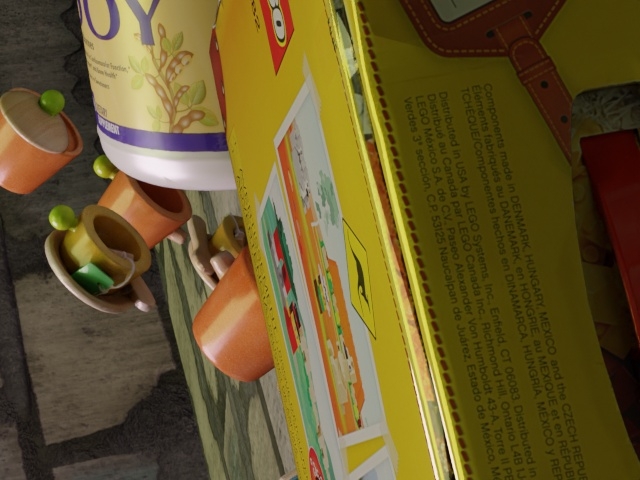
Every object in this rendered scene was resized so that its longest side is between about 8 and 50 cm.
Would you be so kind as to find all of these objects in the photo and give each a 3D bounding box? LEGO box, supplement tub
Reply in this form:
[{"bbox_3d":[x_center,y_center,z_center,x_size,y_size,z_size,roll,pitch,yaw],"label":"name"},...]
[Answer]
[{"bbox_3d":[0.100,0.066,0.796,0.372,0.193,0.500,125,133,-76],"label":"LEGO box"},{"bbox_3d":[-0.063,-0.225,1.246,0.241,0.241,0.331,-126,27,-66],"label":"supplement tub"}]

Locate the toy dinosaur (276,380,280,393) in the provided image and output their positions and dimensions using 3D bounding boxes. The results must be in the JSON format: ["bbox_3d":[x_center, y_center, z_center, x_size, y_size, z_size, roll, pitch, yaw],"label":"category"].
[{"bbox_3d":[-0.026,0.070,1.749,0.053,0.093,0.183,124,134,-75],"label":"toy dinosaur"}]

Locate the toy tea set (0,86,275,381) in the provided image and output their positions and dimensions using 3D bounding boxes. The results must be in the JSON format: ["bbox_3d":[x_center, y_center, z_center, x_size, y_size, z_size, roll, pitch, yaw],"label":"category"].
[{"bbox_3d":[-0.118,-0.020,1.399,0.124,0.336,0.200,-45,38,22],"label":"toy tea set"}]

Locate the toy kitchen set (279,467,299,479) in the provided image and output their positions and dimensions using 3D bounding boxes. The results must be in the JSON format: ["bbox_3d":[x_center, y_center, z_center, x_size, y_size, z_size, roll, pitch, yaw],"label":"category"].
[{"bbox_3d":[0.080,0.261,1.416,0.207,0.122,0.166,60,170,-4],"label":"toy kitchen set"}]
